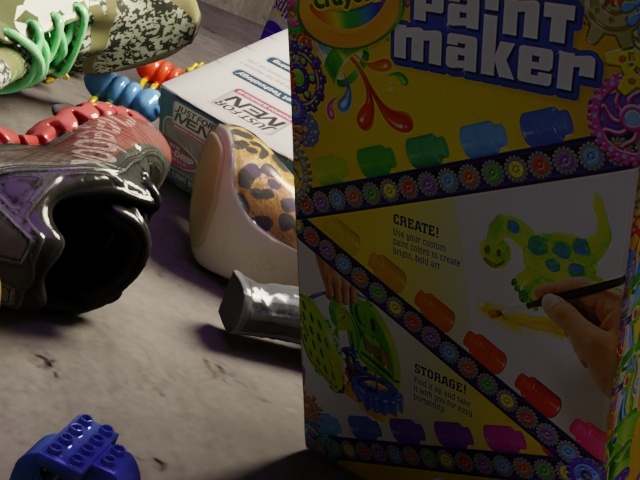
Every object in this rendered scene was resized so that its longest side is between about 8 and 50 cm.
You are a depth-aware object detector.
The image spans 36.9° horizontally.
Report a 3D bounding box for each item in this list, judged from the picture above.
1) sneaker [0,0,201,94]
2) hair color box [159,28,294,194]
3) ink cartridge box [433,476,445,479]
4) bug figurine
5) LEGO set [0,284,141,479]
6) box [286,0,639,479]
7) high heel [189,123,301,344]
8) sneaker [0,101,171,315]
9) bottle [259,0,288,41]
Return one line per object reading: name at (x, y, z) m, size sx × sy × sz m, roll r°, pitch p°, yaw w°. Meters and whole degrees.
sneaker at (-0.281, -0.171, 0.835) m, size 0.410 × 0.158 × 0.182 m, roll -6°, pitch 50°, yaw -34°
hair color box at (0.021, -0.133, 0.956) m, size 0.174 × 0.105 × 0.347 m, roll 31°, pitch 43°, yaw 25°
ink cartridge box at (0.080, 0.166, 0.382) m, size 0.135 × 0.056 × 0.099 m, roll 29°, pitch 16°, yaw 19°
bug figurine at (-0.239, -0.193, 1.084) m, size 0.216 × 0.072 × 0.279 m, roll 23°, pitch 16°, yaw -2°
LEGO set at (-0.136, 0.058, 0.350) m, size 0.227 × 0.093 × 0.087 m, roll 25°, pitch 15°, yaw 4°
box at (0.146, -0.033, 0.514) m, size 0.177 × 0.279 × 0.290 m, roll 20°, pitch 33°, yaw 37°
high heel at (0.000, 0.000, 0.739) m, size 0.186 × 0.093 × 0.261 m, roll 13°, pitch 32°, yaw -24°
sneaker at (-0.148, -0.020, 0.591) m, size 0.135 × 0.098 × 0.276 m, roll 27°, pitch 17°, yaw 10°
bottle at (-0.018, -0.244, 1.186) m, size 0.092 × 0.283 × 0.118 m, roll 8°, pitch 23°, yaw -46°
